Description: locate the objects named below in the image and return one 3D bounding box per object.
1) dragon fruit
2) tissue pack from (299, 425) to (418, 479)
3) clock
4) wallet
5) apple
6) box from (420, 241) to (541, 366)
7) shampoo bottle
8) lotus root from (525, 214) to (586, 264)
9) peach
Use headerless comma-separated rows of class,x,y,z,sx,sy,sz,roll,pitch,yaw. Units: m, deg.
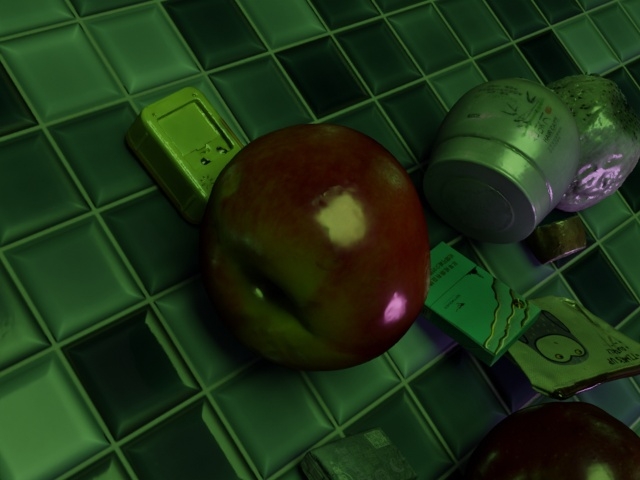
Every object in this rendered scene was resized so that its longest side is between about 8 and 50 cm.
dragon fruit,0.546,-0.211,1.904,0.283,0.221,0.204,52,45,-1
tissue pack,0.060,0.358,1.387,0.156,0.051,0.112,-9,46,-40
clock,-0.212,-0.142,1.488,0.143,0.096,0.202,-36,88,-41
wallet,0.465,0.190,1.659,0.335,0.068,0.275,-7,30,-34
apple,0.394,0.400,1.448,0.317,0.288,0.288,-1,65,-50
box,0.263,0.111,1.619,0.229,0.041,0.162,36,48,22
shampoo bottle,0.349,-0.154,1.716,0.273,0.273,0.266,38,58,-8
lotus root,0.487,-0.006,1.822,0.122,0.112,0.081,-15,80,-37
peach,0.000,0.000,1.378,0.388,0.388,0.388,14,59,-24
